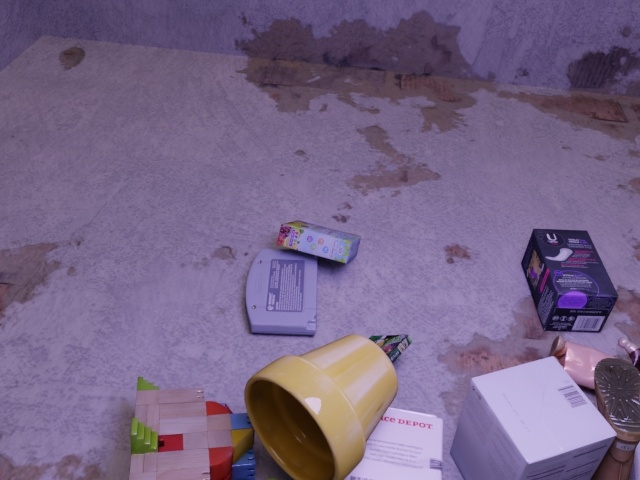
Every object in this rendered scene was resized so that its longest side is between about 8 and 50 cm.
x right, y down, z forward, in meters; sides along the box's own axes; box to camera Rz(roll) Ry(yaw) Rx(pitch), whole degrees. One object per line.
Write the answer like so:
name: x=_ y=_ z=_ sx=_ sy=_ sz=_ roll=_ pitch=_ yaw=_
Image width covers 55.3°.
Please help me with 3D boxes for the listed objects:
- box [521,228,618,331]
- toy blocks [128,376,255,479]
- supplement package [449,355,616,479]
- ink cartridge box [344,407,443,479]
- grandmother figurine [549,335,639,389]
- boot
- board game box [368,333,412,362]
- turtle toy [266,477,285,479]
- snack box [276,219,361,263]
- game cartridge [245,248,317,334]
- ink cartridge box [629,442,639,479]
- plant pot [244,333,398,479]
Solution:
box: x=0.682 y=0.106 z=1.697 sx=0.165 sy=0.143 sz=0.270 roll=3 pitch=41 yaw=0
toy blocks: x=-0.244 y=0.425 z=1.236 sx=0.260 sy=0.191 sz=0.381 roll=0 pitch=24 yaw=-14
supplement package: x=0.413 y=0.411 z=1.235 sx=0.198 sy=0.263 sz=0.199 roll=-11 pitch=41 yaw=-16
ink cartridge box: x=0.140 y=0.488 z=1.243 sx=0.198 sy=0.115 sz=0.273 roll=9 pitch=41 yaw=6
grandmother figurine: x=0.736 y=0.334 z=1.486 sx=0.342 sy=0.104 sz=0.208 roll=19 pitch=71 yaw=13
boot: x=0.588 y=0.411 z=1.255 sx=0.089 sy=0.270 sz=0.236 roll=8 pitch=31 yaw=19
board game box: x=0.095 y=0.309 z=1.452 sx=0.259 sy=0.030 sz=0.136 roll=-38 pitch=13 yaw=-37
turtle toy: x=-0.070 y=0.526 z=1.221 sx=0.095 sy=0.066 sz=0.130 roll=1 pitch=33 yaw=-41
snack box: x=0.000 y=0.000 z=1.765 sx=0.207 sy=0.070 sz=0.174 roll=16 pitch=9 yaw=11
game cartridge: x=-0.106 y=0.137 z=1.673 sx=0.196 sy=0.060 sz=0.294 roll=6 pitch=41 yaw=-3
ink cartridge box: x=0.790 y=0.497 z=1.272 sx=0.309 sy=0.130 sz=0.272 roll=14 pitch=40 yaw=11
plant pot: x=0.019 y=0.314 z=1.204 sx=0.254 sy=0.254 sz=0.239 roll=34 pitch=45 yaw=30
